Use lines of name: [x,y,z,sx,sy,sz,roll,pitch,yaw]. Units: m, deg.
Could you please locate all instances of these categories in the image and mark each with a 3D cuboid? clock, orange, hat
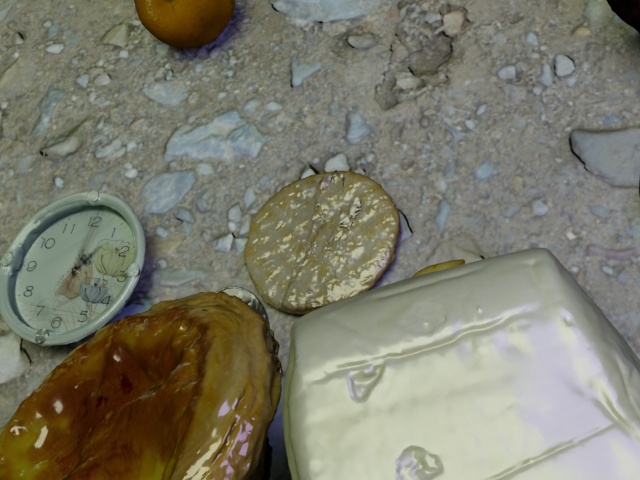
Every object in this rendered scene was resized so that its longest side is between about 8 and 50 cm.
clock: [-0.340,0.044,1.690,0.236,0.053,0.236,-11,58,18]
orange: [-0.201,-0.369,1.822,0.159,0.159,0.136,-6,16,18]
hat: [-0.126,0.110,1.571,0.121,0.050,0.121,-8,62,16]

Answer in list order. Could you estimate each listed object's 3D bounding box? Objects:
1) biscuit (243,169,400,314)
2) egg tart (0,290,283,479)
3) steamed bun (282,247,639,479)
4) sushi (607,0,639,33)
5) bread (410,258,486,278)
biscuit: [0.000,-0.001,1.596,0.220,0.033,0.220,-10,59,17]
egg tart: [-0.200,0.253,1.327,0.443,0.178,0.443,-30,32,21]
steamed bun: [0.179,0.254,1.230,0.371,0.290,0.456,-16,62,6]
sushi: [0.508,-0.331,1.441,0.299,0.281,0.294,-31,54,-15]
bread: [0.155,0.110,1.460,0.149,0.065,0.188,7,67,36]
